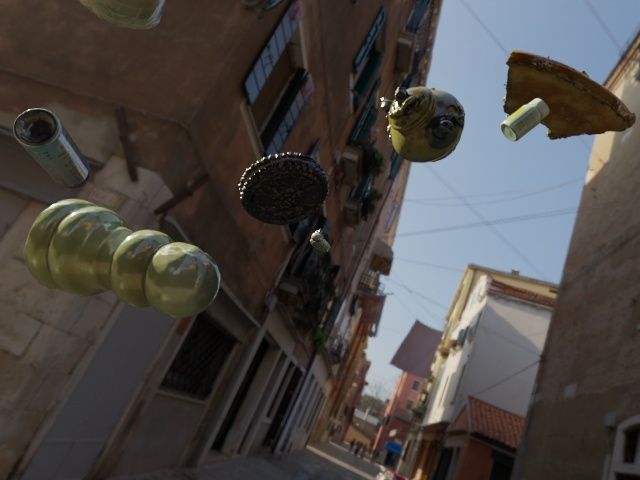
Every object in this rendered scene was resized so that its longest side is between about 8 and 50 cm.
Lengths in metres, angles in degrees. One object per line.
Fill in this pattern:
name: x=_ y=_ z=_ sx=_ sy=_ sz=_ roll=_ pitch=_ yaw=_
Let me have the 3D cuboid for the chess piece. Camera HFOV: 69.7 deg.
chess piece: x=-0.244 y=0.030 z=0.603 sx=0.242 sy=0.133 sz=0.133 roll=13 pitch=-23 yaw=19

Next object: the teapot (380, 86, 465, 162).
teapot: x=0.216 y=-0.279 z=1.041 sx=0.182 sy=0.173 sz=0.269 roll=31 pitch=10 yaw=-41

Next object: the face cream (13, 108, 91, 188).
face cream: x=-0.493 y=-0.159 z=0.869 sx=0.075 sy=0.075 sz=0.229 roll=26 pitch=-19 yaw=-4

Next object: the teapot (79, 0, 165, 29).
teapot: x=-0.355 y=-0.528 z=0.868 sx=0.163 sy=0.222 sz=0.178 roll=26 pitch=-47 yaw=-20

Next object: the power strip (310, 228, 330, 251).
power strip: x=0.000 y=0.000 z=1.167 sx=0.055 sy=0.035 sz=0.083 roll=17 pitch=-20 yaw=19

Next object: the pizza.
pizza: x=0.559 y=-0.338 z=1.088 sx=0.323 sy=0.090 sz=0.223 roll=28 pitch=-8 yaw=-2

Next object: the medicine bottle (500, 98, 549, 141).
medicine bottle: x=0.394 y=-0.233 z=0.887 sx=0.047 sy=0.083 sz=0.047 roll=51 pitch=-1 yaw=2

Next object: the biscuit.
biscuit: x=-0.076 y=-0.104 z=0.962 sx=0.194 sy=0.053 sz=0.195 roll=-11 pitch=-35 yaw=-7
